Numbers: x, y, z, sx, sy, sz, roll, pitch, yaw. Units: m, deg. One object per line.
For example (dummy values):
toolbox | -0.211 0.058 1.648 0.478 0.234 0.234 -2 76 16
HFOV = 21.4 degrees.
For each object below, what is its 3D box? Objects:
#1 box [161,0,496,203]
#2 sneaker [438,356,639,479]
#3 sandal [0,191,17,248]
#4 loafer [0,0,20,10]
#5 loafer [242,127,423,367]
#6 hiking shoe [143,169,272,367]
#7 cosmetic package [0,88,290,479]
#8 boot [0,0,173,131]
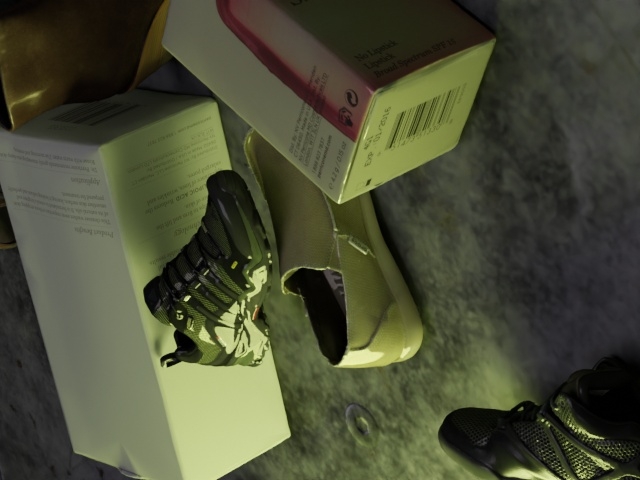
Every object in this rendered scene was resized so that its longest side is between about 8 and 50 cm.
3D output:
box | 0.003 -0.165 1.398 0.232 0.148 0.127 43 139 24
sneaker | 0.196 0.149 1.417 0.227 0.087 0.130 13 119 42
sandal | -0.372 -0.018 2.022 0.180 0.049 0.072 2 113 50
loafer | -0.339 -0.258 1.820 0.078 0.076 0.223 52 147 5
loafer | 0.000 0.000 1.550 0.102 0.092 0.268 -33 85 53
hiking shoe | -0.107 0.037 1.579 0.086 0.114 0.227 -115 19 -50
cosmetic package | -0.186 0.048 1.754 0.217 0.156 0.385 12 122 46
boot | -0.219 -0.234 1.573 0.090 0.207 0.248 31 133 35
